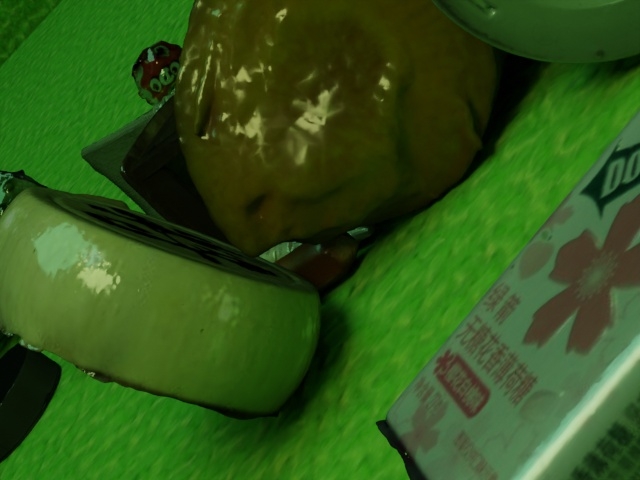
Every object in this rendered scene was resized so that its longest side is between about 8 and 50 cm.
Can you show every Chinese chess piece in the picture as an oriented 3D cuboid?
[{"bbox_3d":[-0.126,0.045,1.377,0.257,0.257,0.104,-150,78,-71],"label":"Chinese chess piece"}]

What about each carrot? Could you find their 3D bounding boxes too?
[{"bbox_3d":[0.031,-0.172,1.437,0.241,0.241,0.341,-35,23,39],"label":"carrot"}]

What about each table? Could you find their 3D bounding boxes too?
[{"bbox_3d":[-0.330,0.172,1.933,0.133,0.043,0.133,-44,21,21],"label":"table"}]

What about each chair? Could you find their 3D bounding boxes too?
[{"bbox_3d":[-0.103,-0.060,1.671,0.319,0.160,0.186,-34,24,36],"label":"chair"}]

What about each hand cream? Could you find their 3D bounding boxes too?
[{"bbox_3d":[0.000,0.000,1.513,0.143,0.039,0.061,-31,25,35],"label":"hand cream"}]

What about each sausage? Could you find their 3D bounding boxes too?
[{"bbox_3d":[-0.018,0.029,1.485,0.131,0.041,0.039,-34,10,41],"label":"sausage"}]

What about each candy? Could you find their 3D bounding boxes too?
[{"bbox_3d":[-0.204,-0.203,2.303,0.078,0.084,0.287,-56,12,-3],"label":"candy"}]

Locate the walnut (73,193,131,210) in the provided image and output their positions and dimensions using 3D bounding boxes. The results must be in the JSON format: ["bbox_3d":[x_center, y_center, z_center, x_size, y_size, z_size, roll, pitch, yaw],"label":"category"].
[{"bbox_3d":[-0.244,0.028,1.856,0.166,0.149,0.166,-53,-9,-12],"label":"walnut"}]

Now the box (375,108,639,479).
[{"bbox_3d":[0.192,0.018,0.936,0.370,0.112,0.190,-51,19,6],"label":"box"}]

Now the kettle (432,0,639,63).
[{"bbox_3d":[0.228,-0.318,1.323,0.319,0.247,0.342,-3,35,14],"label":"kettle"}]

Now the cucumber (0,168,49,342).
[{"bbox_3d":[-0.386,0.047,2.190,0.134,0.134,0.244,-23,43,54],"label":"cucumber"}]
